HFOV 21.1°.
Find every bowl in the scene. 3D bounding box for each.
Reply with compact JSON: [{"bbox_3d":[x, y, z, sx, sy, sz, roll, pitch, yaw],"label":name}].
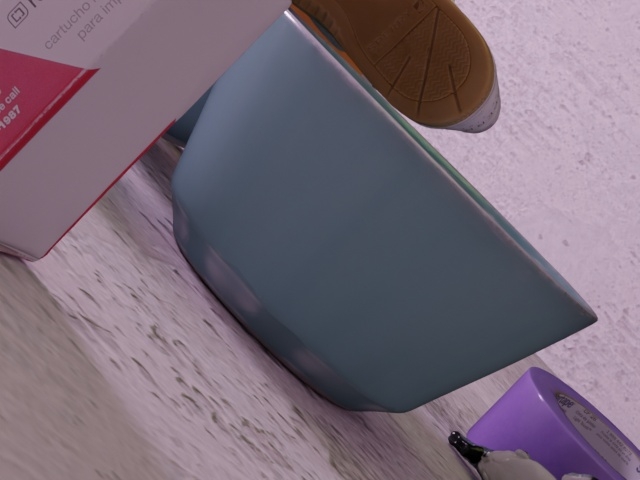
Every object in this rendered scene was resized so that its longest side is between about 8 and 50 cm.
[{"bbox_3d":[0.019,-0.004,1.148,0.311,0.163,0.311,45,5,-5],"label":"bowl"}]

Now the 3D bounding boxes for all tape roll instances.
[{"bbox_3d":[0.217,0.200,1.447,0.189,0.080,0.189,42,12,-11],"label":"tape roll"}]

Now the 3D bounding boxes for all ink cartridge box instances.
[{"bbox_3d":[-0.158,-0.137,0.769,0.237,0.172,0.100,47,6,20],"label":"ink cartridge box"}]

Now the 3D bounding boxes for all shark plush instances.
[{"bbox_3d":[0.150,0.203,1.336,0.161,0.073,0.067,24,-28,35],"label":"shark plush"}]

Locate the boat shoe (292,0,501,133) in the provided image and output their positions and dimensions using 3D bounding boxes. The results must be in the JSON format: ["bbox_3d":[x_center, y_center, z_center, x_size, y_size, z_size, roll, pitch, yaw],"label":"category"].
[{"bbox_3d":[0.028,-0.176,1.178,0.277,0.098,0.096,57,9,21],"label":"boat shoe"}]

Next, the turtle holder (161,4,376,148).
[{"bbox_3d":[-0.071,-0.159,1.375,0.227,0.320,0.243,39,33,0],"label":"turtle holder"}]
